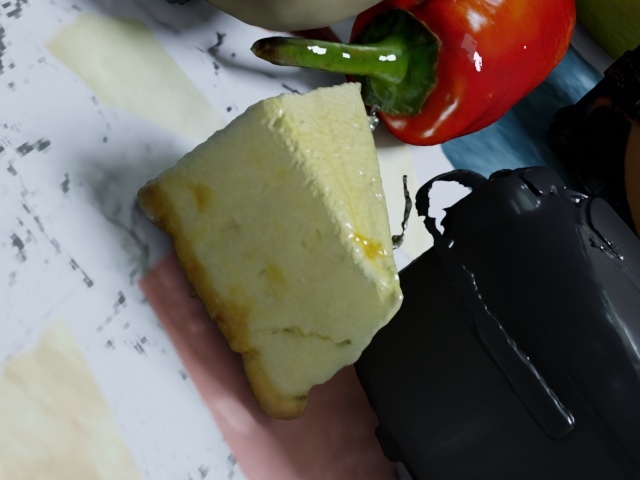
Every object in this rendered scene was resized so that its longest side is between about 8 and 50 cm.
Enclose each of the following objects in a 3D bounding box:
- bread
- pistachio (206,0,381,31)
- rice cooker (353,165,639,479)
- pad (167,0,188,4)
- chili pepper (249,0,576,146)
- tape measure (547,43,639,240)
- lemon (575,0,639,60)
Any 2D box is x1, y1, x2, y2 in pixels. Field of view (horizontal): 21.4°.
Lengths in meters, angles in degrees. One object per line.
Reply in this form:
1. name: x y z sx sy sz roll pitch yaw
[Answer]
1. bread: 0.000 0.000 0.639 0.080 0.084 0.109 -12 67 -57
2. pistachio: -0.004 -0.164 0.754 0.136 0.136 0.226 51 30 -1
3. rice cooker: 0.094 0.065 0.653 0.203 0.118 0.142 57 18 7
4. pad: -0.106 -0.248 0.847 0.269 0.012 0.269 50 29 -3
5. chili pepper: 0.069 -0.129 0.907 0.137 0.091 0.368 21 27 3
6. tape measure: 0.259 -0.044 0.945 0.223 0.202 0.135 54 31 15
7. lemon: 0.264 -0.210 1.116 0.263 0.236 0.236 35 26 11
